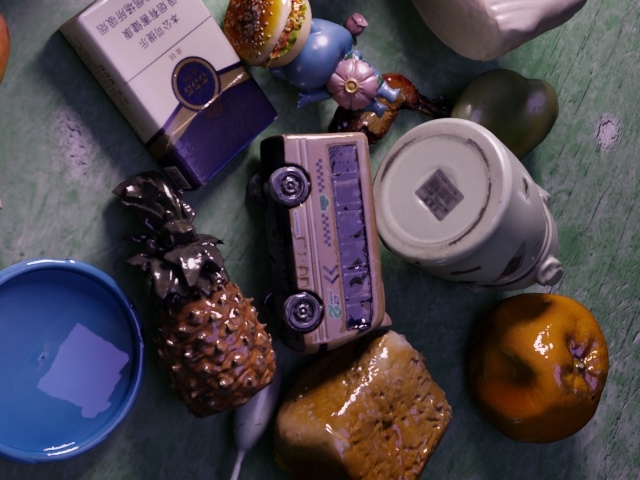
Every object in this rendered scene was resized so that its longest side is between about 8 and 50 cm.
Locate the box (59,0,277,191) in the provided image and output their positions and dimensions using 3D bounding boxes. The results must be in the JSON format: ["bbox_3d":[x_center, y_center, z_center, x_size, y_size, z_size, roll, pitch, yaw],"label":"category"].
[{"bbox_3d":[-0.185,-0.210,1.206,0.168,0.071,0.259,-47,114,-27],"label":"box"}]

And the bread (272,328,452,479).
[{"bbox_3d":[0.052,0.249,1.310,0.246,0.176,0.195,-50,118,-36],"label":"bread"}]

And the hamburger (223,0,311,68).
[{"bbox_3d":[-0.071,-0.287,1.250,0.082,0.141,0.126,5,123,-50],"label":"hamburger"}]

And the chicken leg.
[{"bbox_3d":[0.110,-0.200,1.436,0.253,0.051,0.105,-21,107,-35],"label":"chicken leg"}]

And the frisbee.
[{"bbox_3d":[-0.320,0.140,1.117,0.242,0.045,0.242,2,87,-36],"label":"frisbee"}]

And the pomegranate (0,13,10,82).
[{"bbox_3d":[-0.415,-0.206,0.969,0.191,0.191,0.191,1,89,-36],"label":"pomegranate"}]

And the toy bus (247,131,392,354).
[{"bbox_3d":[0.000,0.000,1.276,0.157,0.139,0.289,-7,92,-18],"label":"toy bus"}]

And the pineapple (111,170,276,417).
[{"bbox_3d":[-0.163,0.058,1.190,0.309,0.141,0.170,67,25,-6],"label":"pineapple"}]

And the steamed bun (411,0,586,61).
[{"bbox_3d":[0.218,-0.465,1.413,0.247,0.236,0.383,-28,99,-23],"label":"steamed bun"}]

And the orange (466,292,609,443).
[{"bbox_3d":[0.370,0.203,1.534,0.249,0.183,0.248,0,89,-34],"label":"orange"}]

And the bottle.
[{"bbox_3d":[0.233,-0.034,1.405,0.352,0.229,0.229,23,74,-57],"label":"bottle"}]

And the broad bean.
[{"bbox_3d":[0.289,-0.191,1.534,0.228,0.100,0.169,-2,105,-37],"label":"broad bean"}]

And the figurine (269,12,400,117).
[{"bbox_3d":[0.028,-0.245,1.335,0.178,0.114,0.144,33,45,-3],"label":"figurine"}]

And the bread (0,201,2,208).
[{"bbox_3d":[-0.410,-0.071,1.033,0.125,0.082,0.106,-11,102,-33],"label":"bread"}]

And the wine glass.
[{"bbox_3d":[-0.101,0.256,1.268,0.066,0.066,0.198,24,73,-33],"label":"wine glass"}]
